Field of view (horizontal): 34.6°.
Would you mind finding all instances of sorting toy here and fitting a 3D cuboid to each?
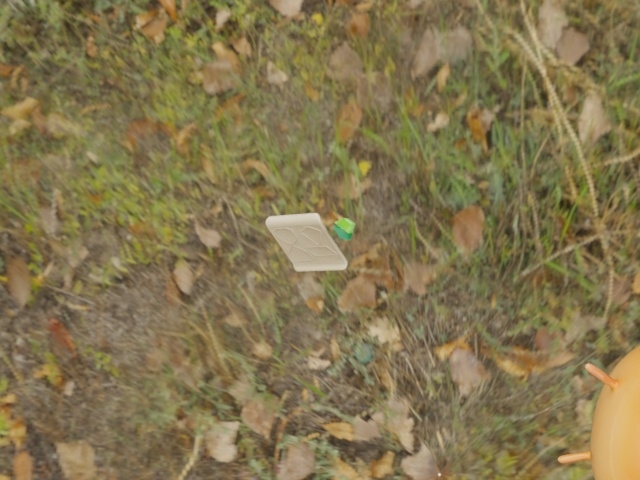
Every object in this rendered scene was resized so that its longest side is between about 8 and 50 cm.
[{"bbox_3d":[0.000,0.000,0.875,0.083,0.062,0.012,-3,41,34],"label":"sorting toy"}]

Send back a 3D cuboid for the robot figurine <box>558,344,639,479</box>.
[{"bbox_3d":[0.257,0.124,0.602,0.219,0.158,0.128,11,83,10],"label":"robot figurine"}]
